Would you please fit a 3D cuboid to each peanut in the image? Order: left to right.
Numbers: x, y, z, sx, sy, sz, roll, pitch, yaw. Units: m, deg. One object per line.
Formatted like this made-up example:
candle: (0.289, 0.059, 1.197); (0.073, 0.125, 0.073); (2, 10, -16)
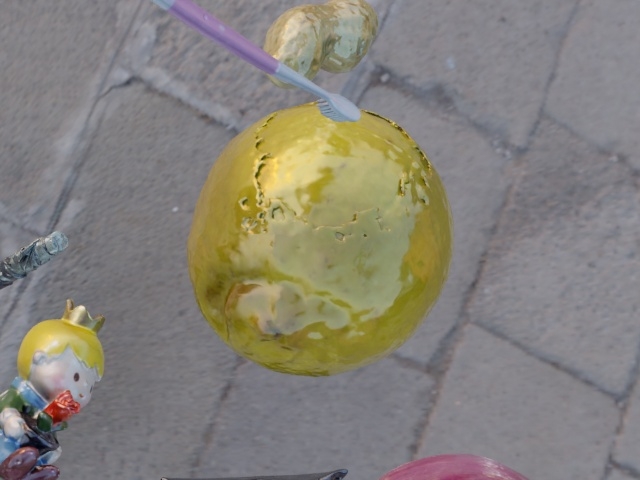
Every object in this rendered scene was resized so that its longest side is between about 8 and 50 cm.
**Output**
peanut: (-0.002, -0.276, 1.712); (0.103, 0.098, 0.229); (45, 43, 17)

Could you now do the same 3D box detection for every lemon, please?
lemon: (0.000, 0.000, 1.307); (0.297, 0.297, 0.297); (4, 81, -23)

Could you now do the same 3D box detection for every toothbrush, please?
toothbrush: (-0.055, -0.156, 1.056); (0.286, 0.025, 0.020); (27, 63, -49)

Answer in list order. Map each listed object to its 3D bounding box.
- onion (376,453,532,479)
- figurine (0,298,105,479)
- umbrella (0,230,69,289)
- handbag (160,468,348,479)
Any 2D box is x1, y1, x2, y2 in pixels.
onion: (0.092, 0.211, 0.682); (0.201, 0.200, 0.207); (8, 53, -23)
figurine: (-0.346, 0.197, 1.600); (0.234, 0.185, 0.127); (-46, 118, -12)
umbrella: (-0.448, 0.033, 1.882); (0.050, 0.188, 0.046); (-37, 101, -48)
handbag: (-0.083, 0.416, 1.654); (0.254, 0.088, 0.211); (-2, 78, -7)
